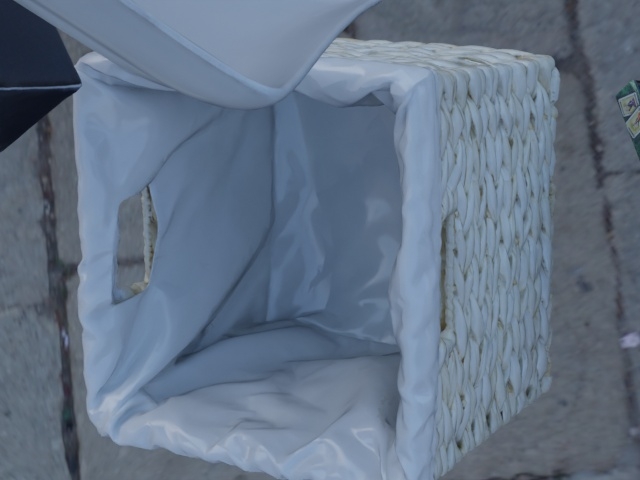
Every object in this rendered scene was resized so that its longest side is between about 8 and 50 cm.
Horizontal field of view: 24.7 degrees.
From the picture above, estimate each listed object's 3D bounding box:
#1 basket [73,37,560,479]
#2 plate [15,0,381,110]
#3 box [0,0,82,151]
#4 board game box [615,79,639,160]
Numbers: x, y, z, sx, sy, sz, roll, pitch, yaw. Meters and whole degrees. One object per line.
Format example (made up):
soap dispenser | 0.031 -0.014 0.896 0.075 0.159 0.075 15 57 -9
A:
basket | 0.000 0.000 1.207 0.331 0.266 0.328 7 105 31
plate | -0.110 -0.159 0.693 0.278 0.277 0.045 33 114 0
box | -0.346 -0.144 0.901 0.183 0.294 0.296 -12 73 -54
board game box | 0.333 -0.009 1.179 0.136 0.030 0.259 2 63 -37
